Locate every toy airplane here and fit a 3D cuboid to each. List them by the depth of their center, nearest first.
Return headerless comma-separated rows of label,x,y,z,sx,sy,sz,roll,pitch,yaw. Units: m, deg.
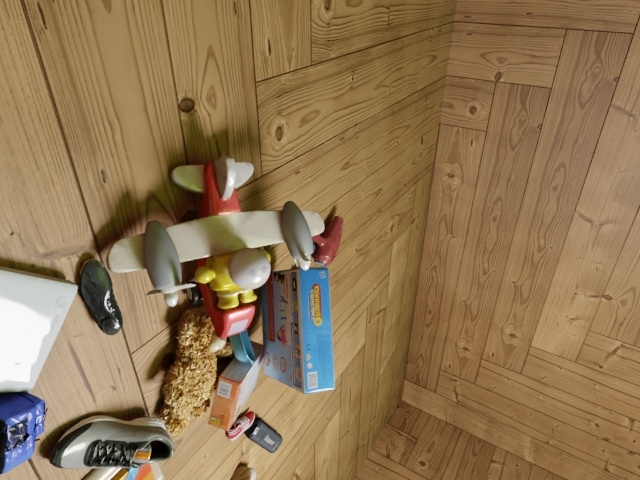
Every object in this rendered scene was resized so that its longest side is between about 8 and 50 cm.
toy airplane,-0.194,0.005,1.003,0.386,0.272,0.384,-51,129,-9

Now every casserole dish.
casserole dish,-0.227,0.256,1.256,0.037,0.188,0.114,-19,159,-3

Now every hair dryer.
hair dryer,0.000,0.000,1.576,0.293,0.080,0.223,-40,139,-46

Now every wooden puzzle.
wooden puzzle,-0.480,0.610,1.103,0.221,0.044,0.238,-42,141,-43

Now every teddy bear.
teddy bear,-0.313,0.338,1.175,0.245,0.113,0.338,22,87,-65

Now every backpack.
backpack,-0.529,0.327,0.778,0.101,0.098,0.120,-11,115,-64

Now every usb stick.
usb stick,-0.204,0.722,1.684,0.077,0.045,0.278,-58,151,-25

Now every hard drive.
hard drive,-0.547,0.130,0.686,0.307,0.040,0.203,33,77,-62

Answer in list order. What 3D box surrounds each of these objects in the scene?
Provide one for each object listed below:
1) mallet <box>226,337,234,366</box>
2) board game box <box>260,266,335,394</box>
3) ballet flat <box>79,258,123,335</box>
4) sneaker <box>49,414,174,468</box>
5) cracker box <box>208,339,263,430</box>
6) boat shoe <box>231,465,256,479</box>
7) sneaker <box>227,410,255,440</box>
mallet,-0.267,0.339,1.346,0.062,0.039,0.189,-12,121,-61
board game box,-0.074,0.234,1.258,0.086,0.302,0.308,0,85,-26
ballet flat,-0.434,0.112,0.897,0.057,0.049,0.173,-17,120,-25
sneaker,-0.438,0.445,0.992,0.271,0.108,0.100,20,89,-50
cracker box,-0.236,0.409,1.320,0.232,0.067,0.155,-47,154,-74
boat shoe,-0.295,0.935,1.592,0.277,0.098,0.096,-64,151,-17
sneaker,-0.261,0.597,1.503,0.118,0.042,0.067,-41,144,-41
